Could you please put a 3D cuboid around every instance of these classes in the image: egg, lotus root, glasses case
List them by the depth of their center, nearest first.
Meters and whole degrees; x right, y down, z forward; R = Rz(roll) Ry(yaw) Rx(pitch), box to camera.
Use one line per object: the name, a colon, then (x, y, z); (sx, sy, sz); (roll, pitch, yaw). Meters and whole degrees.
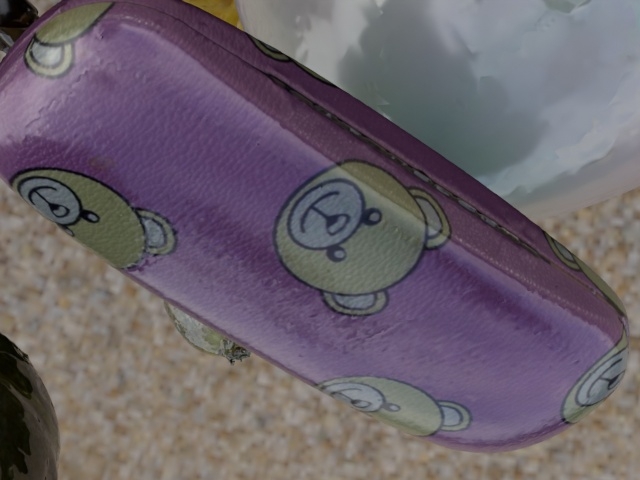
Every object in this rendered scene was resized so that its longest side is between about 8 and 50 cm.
glasses case: (0.000, 0.000, 0.766); (0.316, 0.076, 0.123); (32, 130, -23)
egg: (0.107, -0.164, 0.928); (0.354, 0.340, 0.354); (19, 160, 7)
lotus root: (-0.102, 0.033, 1.520); (0.088, 0.088, 0.165); (-42, 72, 45)

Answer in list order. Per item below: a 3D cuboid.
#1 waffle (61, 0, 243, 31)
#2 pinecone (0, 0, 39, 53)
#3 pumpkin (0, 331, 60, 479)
waffle: (-0.088, -0.125, 1.158); (0.262, 0.280, 0.060); (-35, 142, 9)
pinecone: (-0.239, -0.183, 0.903); (0.243, 0.243, 0.257); (15, 124, -3)
pumpkin: (-0.237, 0.127, 0.776); (0.189, 0.260, 0.260); (32, 137, -27)
